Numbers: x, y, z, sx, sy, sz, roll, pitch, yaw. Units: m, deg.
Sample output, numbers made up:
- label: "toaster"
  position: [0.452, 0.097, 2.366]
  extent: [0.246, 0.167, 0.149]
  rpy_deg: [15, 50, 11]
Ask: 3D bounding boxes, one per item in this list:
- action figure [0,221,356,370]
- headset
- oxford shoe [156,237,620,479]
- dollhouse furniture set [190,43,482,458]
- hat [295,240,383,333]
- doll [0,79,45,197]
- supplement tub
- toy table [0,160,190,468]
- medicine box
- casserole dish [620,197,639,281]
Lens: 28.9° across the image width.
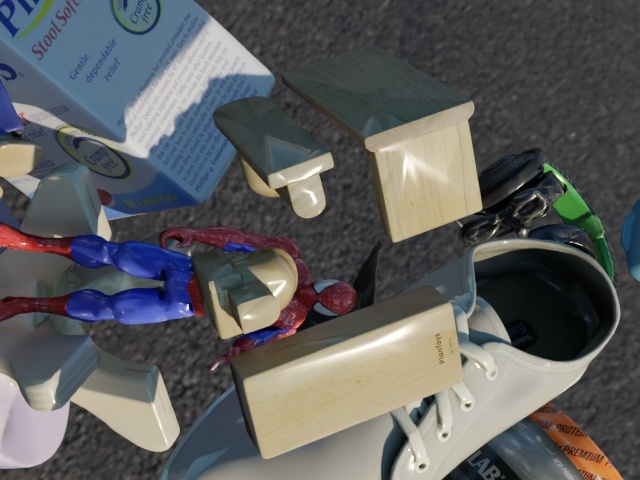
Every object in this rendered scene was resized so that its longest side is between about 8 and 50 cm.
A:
- label: "action figure"
  position: [-0.119, 0.033, 0.869]
  extent: [0.139, 0.280, 0.091]
  rpy_deg: [-2, 94, -77]
- label: "headset"
  position: [0.312, -0.023, 1.696]
  extent: [0.394, 0.185, 0.243]
  rpy_deg: [-3, 64, -54]
- label: "oxford shoe"
  position: [0.064, 0.113, 0.941]
  extent: [0.449, 0.130, 0.169]
  rpy_deg: [-26, 71, -33]
- label: "dollhouse furniture set"
  position: [0.000, 0.000, 0.658]
  extent: [0.144, 0.151, 0.123]
  rpy_deg: [-19, 28, -13]
- label: "hat"
  position: [-0.018, 0.147, 1.487]
  extent: [0.134, 0.331, 0.331]
  rpy_deg: [14, 49, -5]
- label: "doll"
  position: [-0.236, -0.105, 0.733]
  extent: [0.189, 0.129, 0.046]
  rpy_deg: [59, 21, 19]
- label: "supplement tub"
  position: [0.125, 0.297, 1.138]
  extent: [0.316, 0.193, 0.193]
  rpy_deg: [-38, 85, -10]
- label: "toy table"
  position: [-0.226, 0.062, 1.021]
  extent: [0.252, 0.161, 0.274]
  rpy_deg: [-69, 145, -49]
- label: "medicine box"
  position: [-0.240, -0.160, 1.112]
  extent: [0.289, 0.263, 0.149]
  rpy_deg: [40, 64, -28]
- label: "casserole dish"
  position: [0.452, 0.010, 1.506]
  extent: [0.188, 0.037, 0.114]
  rpy_deg: [16, 75, -18]
